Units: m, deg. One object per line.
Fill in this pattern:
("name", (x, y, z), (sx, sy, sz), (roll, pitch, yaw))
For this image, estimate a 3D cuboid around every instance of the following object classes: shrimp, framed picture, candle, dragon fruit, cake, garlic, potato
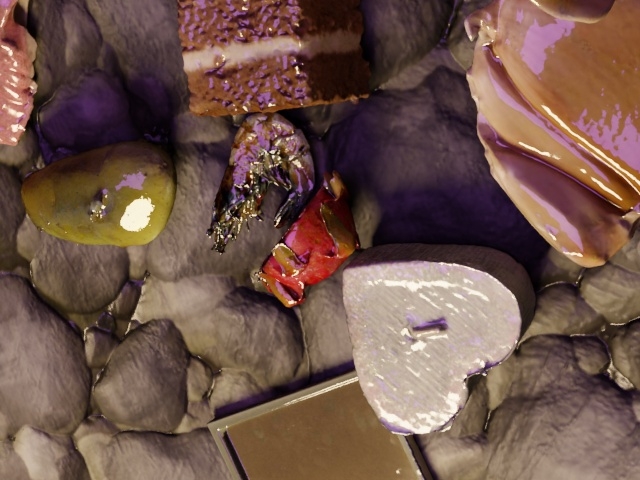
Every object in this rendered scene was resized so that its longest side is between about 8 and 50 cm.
("shrimp", (-0.059, -0.044, 1.460), (0.091, 0.034, 0.161), (33, 117, 14))
("framed picture", (0.029, 0.280, 1.526), (0.213, 0.016, 0.289), (-23, 94, 31))
("candle", (0.092, 0.072, 1.397), (0.168, 0.068, 0.192), (42, 118, 6))
("dragon fruit", (-0.002, 0.003, 1.408), (0.068, 0.112, 0.126), (36, 92, -1))
("cake", (-0.042, -0.186, 1.355), (0.135, 0.134, 0.147), (-4, 94, 29))
("garlic", (0.224, -0.121, 1.250), (0.217, 0.110, 0.228), (-38, 95, 20))
("potato", (-0.219, -0.043, 1.517), (0.188, 0.085, 0.105), (-2, 103, 33))

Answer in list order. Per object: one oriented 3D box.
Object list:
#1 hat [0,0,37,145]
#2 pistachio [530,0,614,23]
("hat", (-0.424, -0.217, 1.552), (0.286, 0.107, 0.237), (4, 108, 2))
("pistachio", (0.171, -0.318, 1.139), (0.193, 0.214, 0.318), (129, 136, -66))
